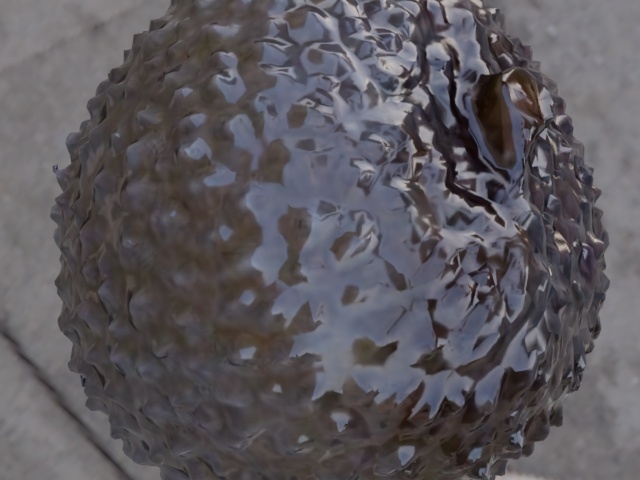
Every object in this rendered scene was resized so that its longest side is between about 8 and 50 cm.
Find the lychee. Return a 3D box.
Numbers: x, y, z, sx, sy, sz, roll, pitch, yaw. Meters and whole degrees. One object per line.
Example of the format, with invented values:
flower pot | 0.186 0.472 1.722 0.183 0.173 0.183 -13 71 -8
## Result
lychee | 0.005 -0.002 0.996 0.300 0.300 0.300 16 55 -23
